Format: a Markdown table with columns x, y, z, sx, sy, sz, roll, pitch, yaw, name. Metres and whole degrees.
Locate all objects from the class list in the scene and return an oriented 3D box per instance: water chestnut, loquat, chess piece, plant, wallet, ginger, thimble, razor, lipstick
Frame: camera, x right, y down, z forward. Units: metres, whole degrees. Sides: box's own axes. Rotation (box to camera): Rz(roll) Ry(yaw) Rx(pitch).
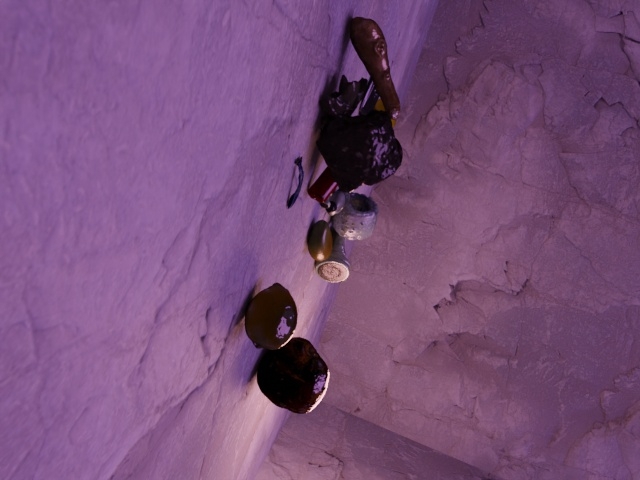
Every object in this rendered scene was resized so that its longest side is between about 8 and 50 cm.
| x | y | z | sx | sy | sz | roll | pitch | yaw | name |
| --- | --- | --- | --- | --- | --- | --- | --- | --- | --- |
| -0.107 | 0.516 | 1.738 | 0.244 | 0.289 | 0.289 | 103 | 11 | -63 | water chestnut |
| -0.136 | 0.209 | 1.268 | 0.152 | 0.152 | 0.195 | 90 | 19 | -65 | loquat |
| 0.029 | -0.171 | 1.743 | 0.042 | 0.042 | 0.093 | 92 | 15 | -63 | chess piece |
| 0.096 | -0.316 | 1.326 | 0.312 | 0.213 | 0.215 | 62 | 29 | -19 | plant |
| 0.224 | -0.625 | 1.885 | 0.245 | 0.052 | 0.168 | -68 | 168 | 3 | wallet |
| 0.163 | -0.478 | 1.262 | 0.086 | 0.294 | 0.131 | -26 | -169 | -9 | ginger |
| 0.162 | -0.117 | 2.114 | 0.250 | 0.205 | 0.171 | -44 | 152 | -59 | thimble |
| -0.066 | -0.151 | 1.253 | 0.044 | 0.028 | 0.154 | -55 | 162 | -59 | razor |
| 0.074 | 0.044 | 2.221 | 0.175 | 0.176 | 0.298 | 100 | 1 | -49 | chess piece |
| 0.066 | -0.243 | 1.483 | 0.279 | 0.073 | 0.073 | -52 | 167 | -12 | lipstick |

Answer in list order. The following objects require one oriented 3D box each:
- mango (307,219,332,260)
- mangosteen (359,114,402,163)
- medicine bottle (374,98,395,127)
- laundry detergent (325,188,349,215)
| x | y | z | sx | sy | sz | roll | pitch | yaw | name |
| --- | --- | --- | --- | --- | --- | --- | --- | --- | --- |
| 0.000 | 0.000 | 1.776 | 0.130 | 0.092 | 0.194 | -58 | 161 | -45 | mango |
| 0.228 | -0.397 | 1.932 | 0.231 | 0.232 | 0.289 | -59 | 142 | -51 | mangosteen |
| 0.308 | -0.583 | 2.221 | 0.212 | 0.122 | 0.121 | 90 | 22 | -66 | medicine bottle |
| 0.065 | -0.155 | 1.882 | 0.099 | 0.070 | 0.225 | -66 | 174 | 21 | laundry detergent |
